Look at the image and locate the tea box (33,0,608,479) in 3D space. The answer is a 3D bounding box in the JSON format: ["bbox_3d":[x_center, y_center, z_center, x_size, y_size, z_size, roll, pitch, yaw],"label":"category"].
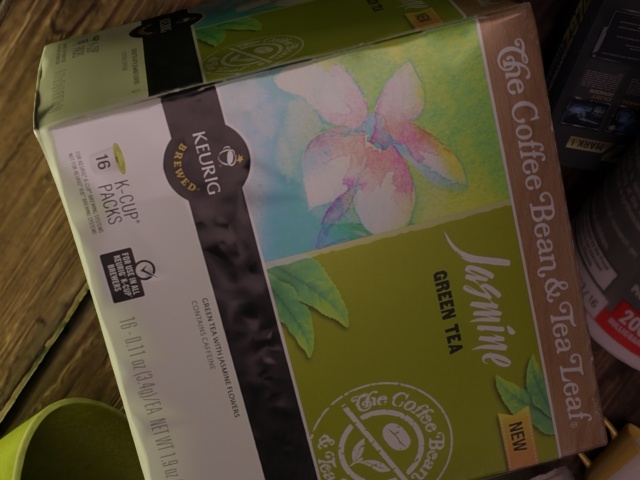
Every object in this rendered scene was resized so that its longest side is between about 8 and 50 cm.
[{"bbox_3d":[0.000,0.000,1.100,0.323,0.220,0.329,-16,112,-3],"label":"tea box"}]

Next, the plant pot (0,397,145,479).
[{"bbox_3d":[-0.256,0.304,1.185,0.293,0.275,0.275,-27,113,19],"label":"plant pot"}]

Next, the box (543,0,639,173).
[{"bbox_3d":[0.290,-0.125,1.166,0.232,0.059,0.183,8,132,-11],"label":"box"}]

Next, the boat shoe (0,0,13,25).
[{"bbox_3d":[-0.214,-0.298,1.017,0.130,0.132,0.355,22,104,-16],"label":"boat shoe"}]

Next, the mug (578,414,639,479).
[{"bbox_3d":[0.254,0.193,1.322,0.064,0.078,0.062,-44,143,17],"label":"mug"}]

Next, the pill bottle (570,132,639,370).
[{"bbox_3d":[0.301,-0.043,1.090,0.161,0.161,0.283,20,131,-15],"label":"pill bottle"}]

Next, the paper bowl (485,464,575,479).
[{"bbox_3d":[0.069,0.245,1.201,0.284,0.284,0.148,-23,78,0],"label":"paper bowl"}]
